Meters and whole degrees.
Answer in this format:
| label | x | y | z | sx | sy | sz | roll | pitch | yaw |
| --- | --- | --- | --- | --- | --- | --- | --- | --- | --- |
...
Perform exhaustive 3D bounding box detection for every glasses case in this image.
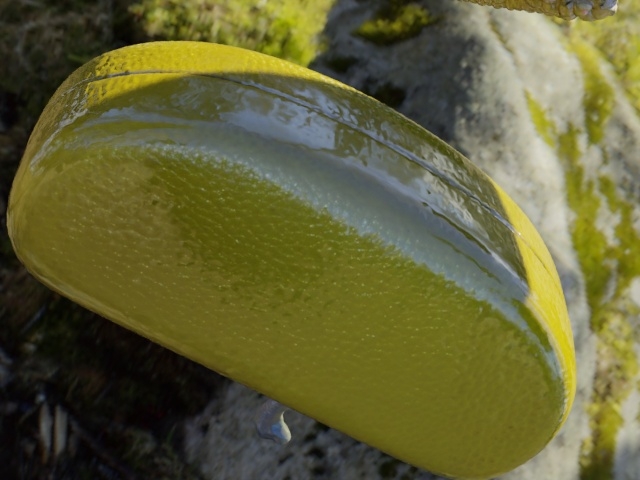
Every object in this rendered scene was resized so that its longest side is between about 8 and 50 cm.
| label | x | y | z | sx | sy | sz | roll | pitch | yaw |
| --- | --- | --- | --- | --- | --- | --- | --- | --- | --- |
| glasses case | 0.000 | 0.000 | 0.794 | 0.371 | 0.173 | 0.141 | 27 | 32 | -15 |

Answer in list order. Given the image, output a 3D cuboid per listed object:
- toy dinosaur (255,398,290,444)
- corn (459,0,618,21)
| label | x | y | z | sx | sy | sz | roll | pitch | yaw |
| --- | --- | --- | --- | --- | --- | --- | --- | --- | --- |
| toy dinosaur | 0.012 | 0.063 | 1.020 | 0.188 | 0.247 | 0.075 | 4 | 23 | 30 |
| corn | 0.122 | -0.237 | 1.052 | 0.288 | 0.086 | 0.086 | 13 | 43 | 28 |
